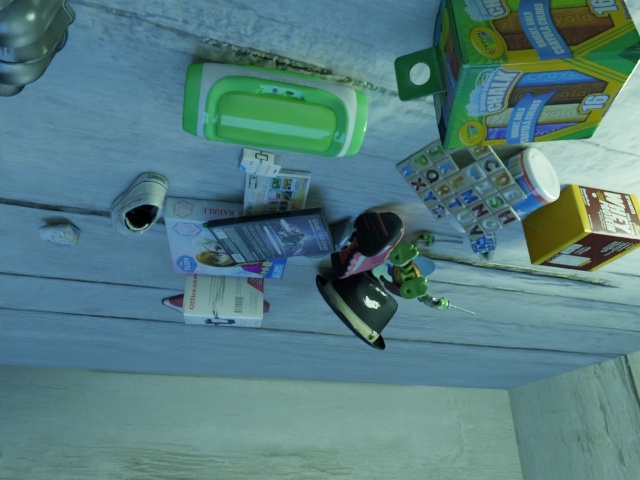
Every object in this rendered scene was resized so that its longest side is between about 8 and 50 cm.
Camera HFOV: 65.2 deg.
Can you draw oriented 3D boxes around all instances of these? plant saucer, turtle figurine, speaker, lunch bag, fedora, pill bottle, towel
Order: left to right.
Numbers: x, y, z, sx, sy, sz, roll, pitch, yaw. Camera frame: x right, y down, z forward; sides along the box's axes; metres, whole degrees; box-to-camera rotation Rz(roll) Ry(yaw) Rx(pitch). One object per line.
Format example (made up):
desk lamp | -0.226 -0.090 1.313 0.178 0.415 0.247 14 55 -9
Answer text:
lunch bag | -0.681 -0.019 1.308 0.071 0.053 0.083 -2 163 7
towel | -0.382 0.239 1.844 0.329 0.037 0.237 -12 150 22
speaker | -0.077 -0.219 0.850 0.296 0.131 0.131 6 152 -13
fedora | 0.137 0.188 1.586 0.152 0.334 0.334 -43 143 5
plant saucer | 0.254 0.074 1.533 0.195 0.037 0.195 0 154 0
turtle figurine | 0.288 0.076 1.324 0.274 0.198 0.266 15 -179 19
pill bottle | 0.391 -0.100 1.099 0.124 0.124 0.221 19 148 -34

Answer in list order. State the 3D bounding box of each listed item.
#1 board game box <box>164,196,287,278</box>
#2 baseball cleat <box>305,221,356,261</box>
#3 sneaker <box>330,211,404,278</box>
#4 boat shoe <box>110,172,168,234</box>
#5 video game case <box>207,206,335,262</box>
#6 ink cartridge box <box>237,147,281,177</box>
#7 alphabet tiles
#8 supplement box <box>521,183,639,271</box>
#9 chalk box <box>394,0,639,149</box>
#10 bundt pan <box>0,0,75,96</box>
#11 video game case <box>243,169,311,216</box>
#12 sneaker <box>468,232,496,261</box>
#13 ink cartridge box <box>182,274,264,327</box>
board game box | -0.242 0.005 1.348 0.318 0.066 0.319 4 151 -9
baseball cleat | 0.000 0.000 1.344 0.109 0.072 0.206 21 143 -25
sneaker | 0.147 0.005 1.351 0.136 0.116 0.314 -5 160 -29
boat shoe | -0.435 -0.060 1.192 0.096 0.088 0.267 20 146 -35
video game case | -0.113 -0.008 1.234 0.274 0.026 0.196 -7 151 8
ink cartridge box | -0.129 -0.164 1.061 0.083 0.028 0.048 10 151 -20
alphabet tiles | 0.301 -0.109 1.053 0.237 0.009 0.198 50 134 -11
supplement box | 0.653 -0.025 1.247 0.194 0.129 0.191 7 152 -15
chalk box | 0.256 -0.257 0.723 0.288 0.180 0.179 -4 153 3
bundt pan | -0.516 -0.311 0.659 0.330 0.124 0.331 0 154 0
video game case | -0.104 -0.105 1.163 0.143 0.019 0.157 4 142 -10
sneaker | 0.429 -0.014 1.315 0.080 0.081 0.211 -11 150 24
ink cartridge box | -0.298 0.171 1.558 0.237 0.172 0.100 5 153 -10
